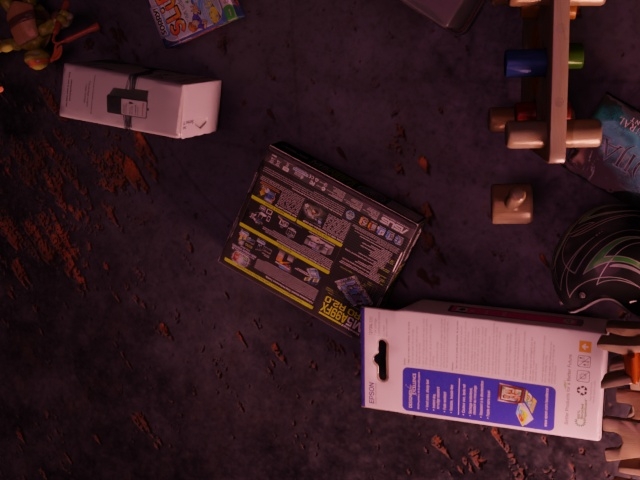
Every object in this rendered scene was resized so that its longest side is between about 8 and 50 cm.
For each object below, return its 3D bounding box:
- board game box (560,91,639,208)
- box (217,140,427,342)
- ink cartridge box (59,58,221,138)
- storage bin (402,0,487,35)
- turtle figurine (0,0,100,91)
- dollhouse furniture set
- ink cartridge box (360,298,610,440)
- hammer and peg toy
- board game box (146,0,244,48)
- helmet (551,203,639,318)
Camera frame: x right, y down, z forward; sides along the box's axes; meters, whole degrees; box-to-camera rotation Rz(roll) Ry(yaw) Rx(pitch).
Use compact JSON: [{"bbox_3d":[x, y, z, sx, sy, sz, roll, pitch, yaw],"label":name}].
[{"bbox_3d":[0.455,-0.111,1.726,0.186,0.026,0.126,32,109,11],"label":"board game box"},{"bbox_3d":[0.000,0.000,1.892,0.270,0.060,0.216,28,109,12],"label":"box"},{"bbox_3d":[-0.278,-0.223,1.895,0.208,0.153,0.086,12,104,16],"label":"ink cartridge box"},{"bbox_3d":[0.166,-0.362,1.742,0.135,0.091,0.098,36,110,9],"label":"storage bin"},{"bbox_3d":[-0.471,-0.369,1.968,0.270,0.087,0.217,-19,87,30],"label":"turtle figurine"},{"bbox_3d":[0.475,0.234,1.664,0.135,0.259,0.262,-3,100,23],"label":"dollhouse furniture set"},{"bbox_3d":[0.244,0.189,1.833,0.371,0.069,0.175,5,110,16],"label":"ink cartridge box"},{"bbox_3d":[0.303,-0.189,1.640,0.127,0.266,0.361,0,100,1],"label":"hammer and peg toy"},{"bbox_3d":[-0.217,-0.419,1.895,0.136,0.035,0.201,-20,94,22],"label":"board game box"},{"bbox_3d":[0.409,0.031,1.701,0.162,0.169,0.169,17,107,1],"label":"helmet"}]
